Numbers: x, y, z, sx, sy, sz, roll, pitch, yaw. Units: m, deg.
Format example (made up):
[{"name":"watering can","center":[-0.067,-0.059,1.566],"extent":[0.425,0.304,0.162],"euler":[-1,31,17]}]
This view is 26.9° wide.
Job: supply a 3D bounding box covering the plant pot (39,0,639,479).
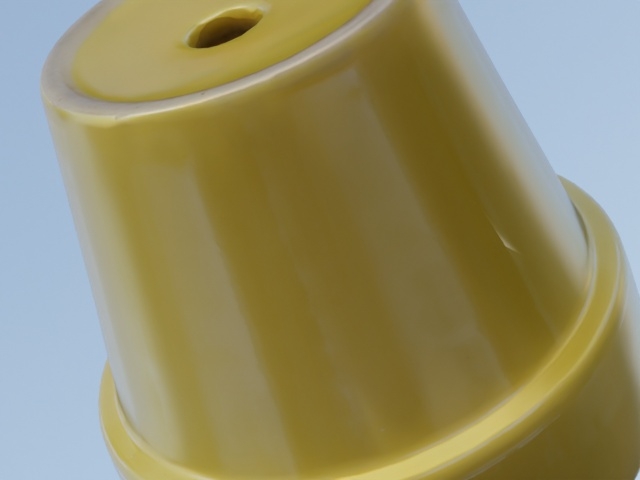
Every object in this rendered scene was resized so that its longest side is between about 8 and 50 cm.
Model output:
[{"name":"plant pot","center":[0.000,0.000,0.589],"extent":[0.254,0.254,0.239],"euler":[-24,-59,-2]}]
